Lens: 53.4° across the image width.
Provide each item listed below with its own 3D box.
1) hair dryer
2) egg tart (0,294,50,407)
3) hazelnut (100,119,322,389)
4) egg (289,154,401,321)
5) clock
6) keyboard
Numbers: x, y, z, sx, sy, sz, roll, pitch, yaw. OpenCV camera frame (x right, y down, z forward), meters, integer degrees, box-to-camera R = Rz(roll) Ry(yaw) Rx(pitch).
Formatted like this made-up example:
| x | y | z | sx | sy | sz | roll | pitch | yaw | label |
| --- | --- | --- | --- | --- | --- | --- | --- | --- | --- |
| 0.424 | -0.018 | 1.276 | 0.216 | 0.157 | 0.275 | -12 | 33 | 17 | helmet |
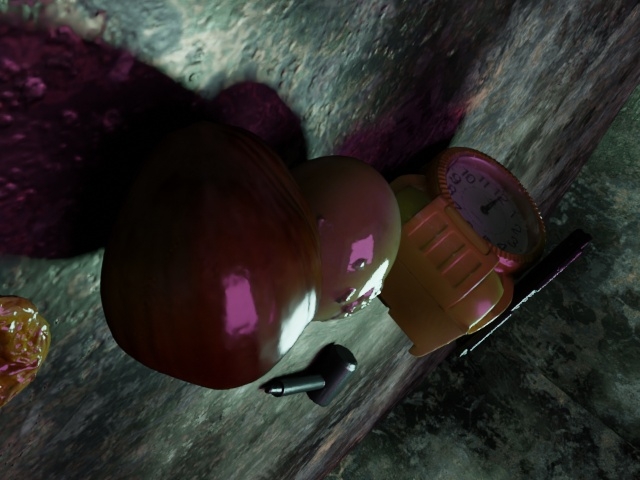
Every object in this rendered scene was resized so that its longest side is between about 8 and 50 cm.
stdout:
| x | y | z | sx | sy | sz | roll | pitch | yaw | label |
| --- | --- | --- | --- | --- | --- | --- | --- | --- | --- |
| -0.025 | 0.260 | 1.218 | 0.114 | 0.070 | 0.248 | -54 | 150 | 13 | hair dryer |
| -0.255 | 0.083 | 0.456 | 0.130 | 0.052 | 0.130 | -40 | 155 | -23 | egg tart |
| -0.092 | 0.014 | 0.521 | 0.186 | 0.210 | 0.210 | -34 | 167 | 27 | hazelnut |
| 0.003 | 0.000 | 0.690 | 0.164 | 0.164 | 0.201 | -25 | 150 | -48 | egg |
| 0.205 | -0.007 | 0.991 | 0.317 | 0.244 | 0.200 | -37 | 177 | -43 | clock |
| 0.302 | 0.080 | 0.963 | 0.262 | 0.016 | 0.106 | -46 | 174 | 14 | keyboard |
